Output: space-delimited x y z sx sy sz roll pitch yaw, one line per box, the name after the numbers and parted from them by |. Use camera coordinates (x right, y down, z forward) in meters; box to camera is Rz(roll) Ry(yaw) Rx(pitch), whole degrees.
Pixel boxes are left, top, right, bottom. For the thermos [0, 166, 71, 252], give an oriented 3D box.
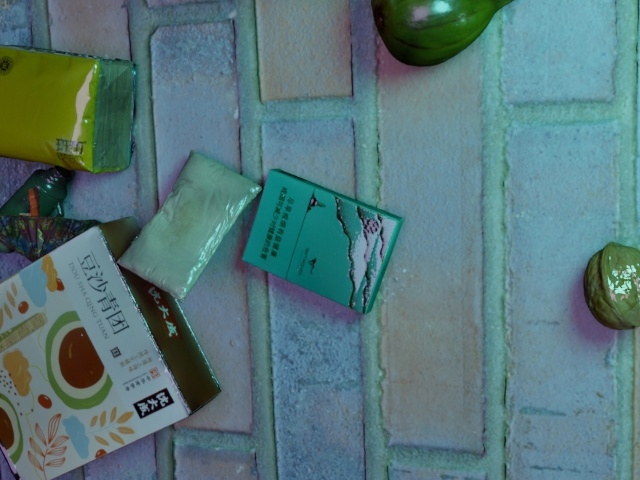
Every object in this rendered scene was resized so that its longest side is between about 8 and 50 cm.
-0.506 -0.059 1.492 0.187 0.073 0.083 -41 52 19 | thermos

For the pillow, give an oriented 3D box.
-0.208 -0.025 1.354 0.148 0.050 0.230 24 74 29 | pillow

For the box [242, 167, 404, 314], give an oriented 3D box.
0.000 0.000 1.344 0.226 0.042 0.161 22 106 18 | box

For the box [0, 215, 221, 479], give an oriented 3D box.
-0.421 0.198 1.479 0.385 0.122 0.344 -27 89 20 | box

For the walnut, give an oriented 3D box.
0.417 0.063 1.189 0.105 0.105 0.124 -17 84 20 | walnut

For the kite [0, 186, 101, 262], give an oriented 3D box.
-0.496 -0.019 1.472 0.232 0.009 0.189 1 133 -15 | kite

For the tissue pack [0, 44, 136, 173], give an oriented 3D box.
-0.458 -0.223 1.420 0.271 0.134 0.192 10 102 17 | tissue pack

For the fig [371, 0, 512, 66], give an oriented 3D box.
0.205 -0.331 1.208 0.259 0.151 0.151 -11 95 -7 | fig
